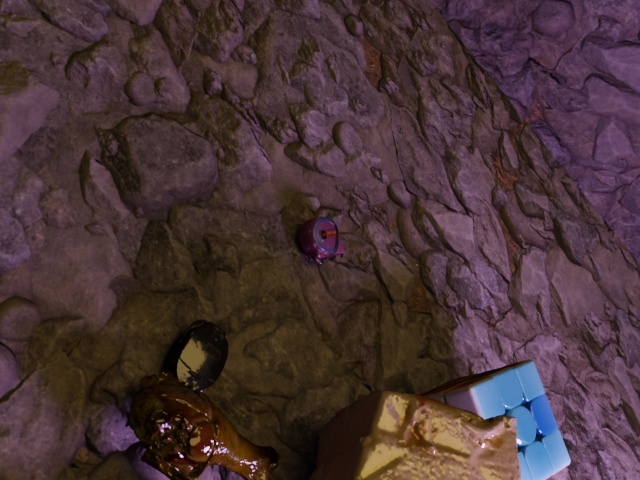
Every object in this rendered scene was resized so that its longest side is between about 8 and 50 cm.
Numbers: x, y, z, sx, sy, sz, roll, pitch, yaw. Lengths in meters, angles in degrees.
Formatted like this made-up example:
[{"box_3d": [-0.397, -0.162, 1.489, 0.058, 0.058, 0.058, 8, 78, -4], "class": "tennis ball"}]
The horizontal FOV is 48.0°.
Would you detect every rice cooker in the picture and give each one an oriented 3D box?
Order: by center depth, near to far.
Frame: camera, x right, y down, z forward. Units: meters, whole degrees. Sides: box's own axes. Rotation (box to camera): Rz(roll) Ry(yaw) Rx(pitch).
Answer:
[{"box_3d": [-0.267, 0.254, 1.544, 0.112, 0.106, 0.165, 40, 45, -19], "class": "rice cooker"}]

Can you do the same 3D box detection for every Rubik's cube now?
[{"box_3d": [0.421, 0.506, 1.884, 0.292, 0.291, 0.290, -8, 75, -42], "class": "Rubik's cube"}]

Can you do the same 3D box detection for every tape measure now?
[{"box_3d": [0.000, 0.000, 1.919, 0.118, 0.074, 0.125, -9, 80, -48], "class": "tape measure"}]

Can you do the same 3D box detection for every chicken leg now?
[{"box_3d": [-0.220, 0.411, 1.416, 0.361, 0.140, 0.211, 42, 34, -20], "class": "chicken leg"}]

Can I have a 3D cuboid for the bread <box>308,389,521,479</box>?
[{"box_3d": [0.191, 0.518, 1.572, 0.390, 0.371, 0.279, 17, 53, -12], "class": "bread"}]

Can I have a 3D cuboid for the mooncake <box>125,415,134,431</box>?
[{"box_3d": [-0.282, 0.465, 1.471, 0.347, 0.057, 0.150, 43, 35, -25], "class": "mooncake"}]
